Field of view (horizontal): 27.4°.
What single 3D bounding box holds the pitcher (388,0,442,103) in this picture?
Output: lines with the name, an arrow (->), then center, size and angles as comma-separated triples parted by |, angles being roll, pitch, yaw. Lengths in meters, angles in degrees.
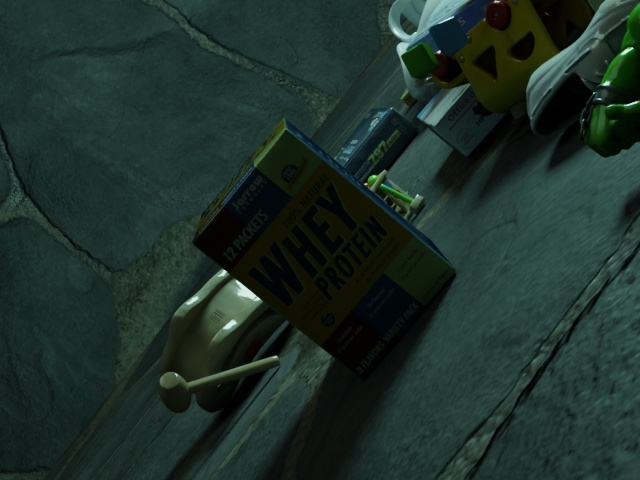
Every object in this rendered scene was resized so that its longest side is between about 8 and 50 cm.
pitcher -> 0.187, -0.329, 1.921 | 0.125, 0.177, 0.207 | -6, -30, -42

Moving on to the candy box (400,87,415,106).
candy box -> 0.202, -0.317, 2.311 | 0.105, 0.027, 0.206 | -43, 11, 33

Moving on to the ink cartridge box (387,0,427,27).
ink cartridge box -> 0.207, -0.441, 2.127 | 0.129, 0.223, 0.307 | -46, 9, 26

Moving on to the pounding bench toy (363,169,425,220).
pounding bench toy -> 0.080, -0.048, 1.561 | 0.052, 0.065, 0.083 | -55, 9, -33

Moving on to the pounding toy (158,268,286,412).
pounding toy -> -0.103, 0.148, 1.687 | 0.269, 0.155, 0.154 | -44, -26, -31

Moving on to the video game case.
video game case -> 0.250, -0.317, 1.614 | 0.269, 0.061, 0.244 | -31, 11, 27

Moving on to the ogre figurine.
ogre figurine -> 0.254, -0.138, 0.883 | 0.197, 0.097, 0.118 | 112, 173, -60

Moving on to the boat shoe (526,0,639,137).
boat shoe -> 0.241, -0.151, 1.135 | 0.184, 0.066, 0.063 | -35, 37, 45

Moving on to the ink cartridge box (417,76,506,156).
ink cartridge box -> 0.176, -0.158, 1.536 | 0.104, 0.061, 0.181 | -49, 7, 6

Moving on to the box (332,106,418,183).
box -> 0.060, -0.124, 2.082 | 0.183, 0.059, 0.232 | -52, 7, 1

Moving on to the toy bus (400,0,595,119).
toy bus -> 0.195, -0.179, 1.347 | 0.191, 0.104, 0.202 | -27, -9, 6

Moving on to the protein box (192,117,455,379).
protein box -> 0.000, 0.000, 1.265 | 0.136, 0.201, 0.200 | -50, 7, 5

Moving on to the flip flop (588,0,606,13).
flip flop -> 0.276, -0.247, 1.122 | 0.080, 0.112, 0.277 | -21, -3, -13
